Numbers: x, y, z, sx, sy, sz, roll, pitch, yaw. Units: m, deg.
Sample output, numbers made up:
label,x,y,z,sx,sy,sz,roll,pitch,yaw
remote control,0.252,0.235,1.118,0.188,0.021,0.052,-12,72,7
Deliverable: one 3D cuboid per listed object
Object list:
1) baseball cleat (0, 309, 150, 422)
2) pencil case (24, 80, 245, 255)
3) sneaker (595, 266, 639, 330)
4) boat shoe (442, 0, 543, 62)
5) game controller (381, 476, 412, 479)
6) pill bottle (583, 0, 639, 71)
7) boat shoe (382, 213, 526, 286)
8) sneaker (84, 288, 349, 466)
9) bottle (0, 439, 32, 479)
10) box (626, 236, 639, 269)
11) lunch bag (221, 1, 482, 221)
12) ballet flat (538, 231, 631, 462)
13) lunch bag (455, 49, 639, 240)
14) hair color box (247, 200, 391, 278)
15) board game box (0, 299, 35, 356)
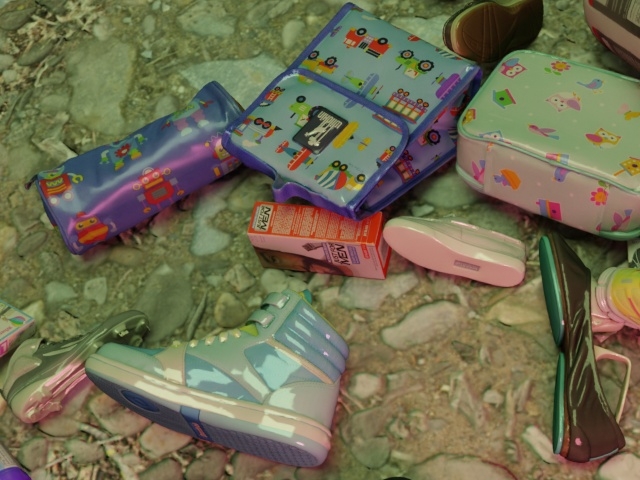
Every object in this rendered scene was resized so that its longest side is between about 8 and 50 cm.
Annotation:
label,x,y,z,sx,sy,sz,roll,pitch,yaw
baseball cleat,-0.321,0.140,1.755,0.206,0.072,0.109,-38,54,-14
pencil case,-0.234,-0.100,1.844,0.306,0.119,0.133,-29,38,-4
sneaker,0.421,0.089,1.572,0.208,0.094,0.082,21,75,-16
boat shoe,0.220,-0.286,1.836,0.073,0.080,0.223,10,23,36
game controller,0.024,0.413,1.541,0.319,0.067,0.166,-38,75,-10
pill bottle,0.458,-0.267,1.679,0.176,0.176,0.318,-23,27,-2
boat shoe,0.171,-0.001,1.715,0.184,0.066,0.063,14,53,3
sneaker,-0.113,0.137,1.683,0.318,0.127,0.208,17,67,10
bottle,-0.469,0.253,1.708,0.118,0.092,0.283,-40,61,-10
box,0.418,0.031,1.683,0.081,0.028,0.136,-2,58,11
lunch bag,0.033,-0.141,1.765,0.221,0.138,0.293,31,58,26
ballet flat,0.314,0.125,1.622,0.096,0.095,0.281,-1,71,0
lunch bag,0.327,-0.126,1.729,0.279,0.108,0.224,21,49,19
hair color box,0.000,0.000,1.751,0.167,0.093,0.053,6,62,16
board game box,-0.459,0.125,1.774,0.103,0.026,0.154,25,38,24
